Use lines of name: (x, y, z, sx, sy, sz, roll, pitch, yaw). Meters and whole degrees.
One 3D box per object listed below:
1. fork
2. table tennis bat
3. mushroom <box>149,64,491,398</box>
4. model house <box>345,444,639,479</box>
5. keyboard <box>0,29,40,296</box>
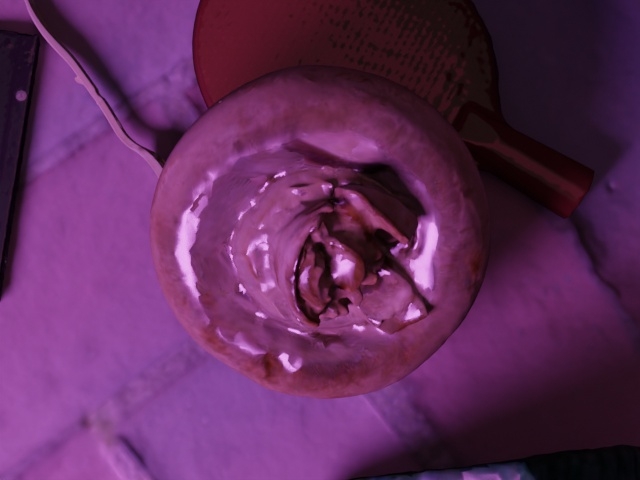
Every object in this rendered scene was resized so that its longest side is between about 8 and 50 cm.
fork: (-0.151, -0.099, 1.251, 0.028, 0.034, 0.219, -32, 86, 14)
table tennis bat: (0.054, -0.107, 1.278, 0.310, 0.038, 0.200, 29, 80, -3)
mushroom: (0.000, 0.000, 1.172, 0.226, 0.178, 0.226, 0, 117, 0)
model house: (0.139, 0.321, 1.073, 0.334, 0.342, 0.382, -7, 82, -9)
keyboard: (-0.236, -0.052, 1.236, 0.060, 0.018, 0.196, 8, 80, 0)
